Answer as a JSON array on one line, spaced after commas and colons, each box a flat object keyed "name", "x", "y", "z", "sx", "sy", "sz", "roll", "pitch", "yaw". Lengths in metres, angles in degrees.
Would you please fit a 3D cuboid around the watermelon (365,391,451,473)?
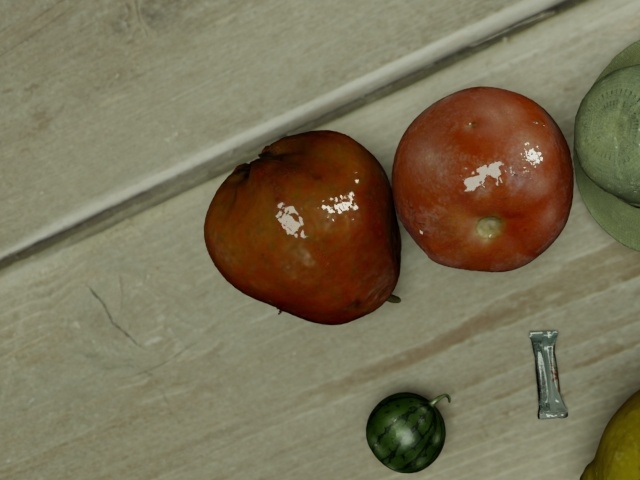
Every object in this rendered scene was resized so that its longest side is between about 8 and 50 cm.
[{"name": "watermelon", "x": 0.107, "y": 0.232, "z": 1.294, "sx": 0.109, "sy": 0.109, "sz": 0.109, "roll": 1, "pitch": 96, "yaw": 12}]

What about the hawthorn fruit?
[{"name": "hawthorn fruit", "x": 0.000, "y": 0.000, "z": 1.243, "sx": 0.224, "sy": 0.224, "sz": 0.261, "roll": -37, "pitch": 107, "yaw": 14}]

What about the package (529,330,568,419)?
[{"name": "package", "x": 0.279, "y": 0.165, "z": 1.291, "sx": 0.037, "sy": 0.015, "sz": 0.110, "roll": -7, "pitch": 96, "yaw": 12}]

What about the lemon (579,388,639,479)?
[{"name": "lemon", "x": 0.439, "y": 0.265, "z": 1.151, "sx": 0.310, "sy": 0.258, "sz": 0.258, "roll": -10, "pitch": 94, "yaw": 20}]

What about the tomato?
[{"name": "tomato", "x": 0.182, "y": -0.072, "z": 1.197, "sx": 0.208, "sy": 0.184, "sz": 0.208, "roll": 1, "pitch": 133, "yaw": 1}]

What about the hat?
[{"name": "hat", "x": 0.347, "y": -0.113, "z": 1.128, "sx": 0.257, "sy": 0.130, "sz": 0.257, "roll": -4, "pitch": 85, "yaw": 46}]
